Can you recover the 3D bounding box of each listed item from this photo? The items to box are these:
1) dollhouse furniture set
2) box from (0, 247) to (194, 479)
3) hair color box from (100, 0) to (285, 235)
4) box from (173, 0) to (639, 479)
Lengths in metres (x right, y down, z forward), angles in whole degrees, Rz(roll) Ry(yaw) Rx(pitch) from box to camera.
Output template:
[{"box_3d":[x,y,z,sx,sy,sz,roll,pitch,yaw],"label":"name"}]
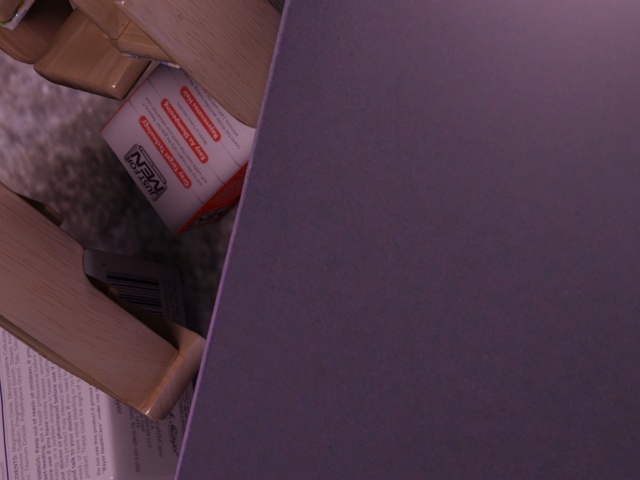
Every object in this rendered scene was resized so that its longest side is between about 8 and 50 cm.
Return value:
[{"box_3d":[-0.084,-0.070,0.636,0.212,0.161,0.242,19,71,50],"label":"dollhouse furniture set"},{"box_3d":[-0.141,0.087,0.784,0.137,0.072,0.126,-21,69,35],"label":"box"},{"box_3d":[-0.043,-0.073,0.714,0.141,0.043,0.072,-41,79,33],"label":"hair color box"},{"box_3d":[0.110,-0.028,0.462,0.183,0.294,0.296,22,114,17],"label":"box"}]
